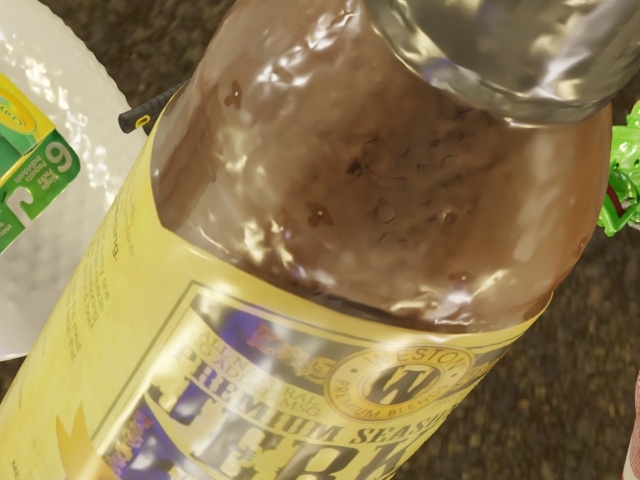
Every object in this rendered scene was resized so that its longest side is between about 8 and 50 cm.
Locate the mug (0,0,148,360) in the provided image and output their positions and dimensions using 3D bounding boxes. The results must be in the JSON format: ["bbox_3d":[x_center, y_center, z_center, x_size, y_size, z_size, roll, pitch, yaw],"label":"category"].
[{"bbox_3d":[-0.363,-0.062,1.860,0.374,0.276,0.328,-30,109,-9],"label":"mug"}]

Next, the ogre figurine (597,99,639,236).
[{"bbox_3d":[0.241,-0.038,1.295,0.097,0.197,0.118,-48,125,3],"label":"ogre figurine"}]

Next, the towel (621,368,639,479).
[{"bbox_3d":[0.163,0.032,0.740,0.037,0.329,0.237,17,65,14],"label":"towel"}]

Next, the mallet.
[{"bbox_3d":[-0.072,-0.138,1.395,0.039,0.189,0.062,46,147,26],"label":"mallet"}]

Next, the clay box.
[{"bbox_3d":[-0.270,-0.084,1.171,0.222,0.053,0.127,45,122,-4],"label":"clay box"}]

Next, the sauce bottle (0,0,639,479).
[{"bbox_3d":[0.000,0.000,0.475,0.111,0.111,0.344,29,138,-4],"label":"sauce bottle"}]
